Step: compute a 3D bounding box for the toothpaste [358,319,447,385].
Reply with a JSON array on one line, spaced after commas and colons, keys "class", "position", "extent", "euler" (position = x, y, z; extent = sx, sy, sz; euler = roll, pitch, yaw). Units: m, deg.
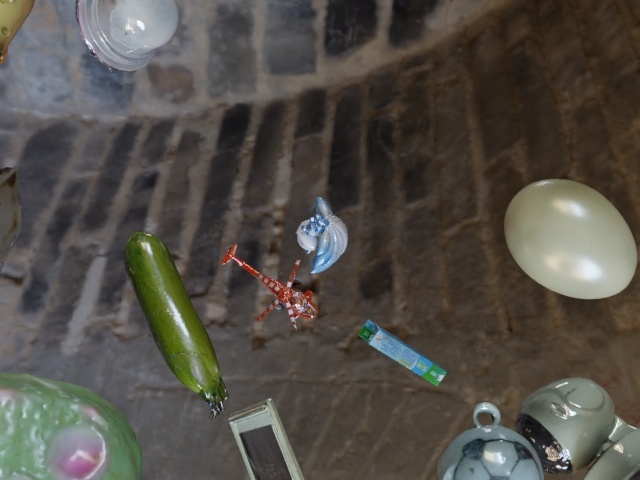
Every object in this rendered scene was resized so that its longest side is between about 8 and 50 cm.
[{"class": "toothpaste", "position": [0.213, 0.289, 2.133], "extent": [0.050, 0.267, 0.065], "euler": [-57, -149, -1]}]

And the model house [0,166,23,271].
[{"class": "model house", "position": [-0.897, -0.018, 1.985], "extent": [0.297, 0.283, 0.317], "euler": [-27, 118, -67]}]

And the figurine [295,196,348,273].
[{"class": "figurine", "position": [0.000, 0.000, 1.255], "extent": [0.114, 0.079, 0.114], "euler": [177, -90, -77]}]

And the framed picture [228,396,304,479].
[{"class": "framed picture", "position": [-0.082, 0.380, 1.370], "extent": [0.231, 0.018, 0.293], "euler": [67, -22, 9]}]

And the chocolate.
[{"class": "chocolate", "position": [-0.341, -0.432, 1.593], "extent": [0.221, 0.147, 0.221], "euler": [5, 85, -58]}]

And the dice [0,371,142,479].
[{"class": "dice", "position": [-0.429, 0.372, 1.099], "extent": [0.318, 0.322, 0.330], "euler": [-46, -143, 49]}]

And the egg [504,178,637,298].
[{"class": "egg", "position": [0.432, -0.002, 1.439], "extent": [0.186, 0.242, 0.186], "euler": [-44, 159, -22]}]

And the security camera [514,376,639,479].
[{"class": "security camera", "position": [0.466, 0.354, 1.428], "extent": [0.277, 0.191, 0.197], "euler": [45, -13, 38]}]

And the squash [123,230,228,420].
[{"class": "squash", "position": [-0.229, 0.132, 1.319], "extent": [0.331, 0.087, 0.087], "euler": [61, -13, 16]}]

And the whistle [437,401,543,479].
[{"class": "whistle", "position": [0.249, 0.379, 1.214], "extent": [0.163, 0.164, 0.289], "euler": [-141, -133, -88]}]

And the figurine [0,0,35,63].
[{"class": "figurine", "position": [-0.701, -0.418, 1.723], "extent": [0.222, 0.124, 0.324], "euler": [-26, -144, 61]}]

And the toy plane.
[{"class": "toy plane", "position": [-0.092, 0.088, 1.502], "extent": [0.077, 0.194, 0.126], "euler": [43, 62, -69]}]
